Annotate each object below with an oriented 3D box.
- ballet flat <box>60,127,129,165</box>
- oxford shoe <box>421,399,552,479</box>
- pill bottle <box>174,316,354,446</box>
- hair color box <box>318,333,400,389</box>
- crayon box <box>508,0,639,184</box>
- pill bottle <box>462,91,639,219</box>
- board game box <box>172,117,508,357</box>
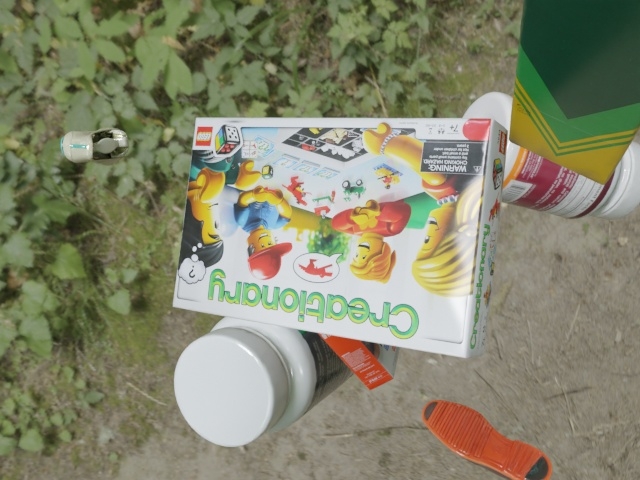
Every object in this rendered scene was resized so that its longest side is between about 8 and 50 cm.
[{"bbox_3d":[-0.458,-0.203,1.549,0.086,0.248,0.086,2,102,11],"label":"ballet flat"},{"bbox_3d":[0.324,0.418,1.454,0.271,0.098,0.097,30,67,21],"label":"oxford shoe"},{"bbox_3d":[-0.071,0.199,1.214,0.204,0.361,0.204,3,99,23],"label":"pill bottle"},{"bbox_3d":[0.052,0.140,1.130,0.053,0.167,0.093,-34,16,29],"label":"hair color box"},{"bbox_3d":[0.263,-0.254,0.503,0.106,0.313,0.363,29,86,15],"label":"crayon box"},{"bbox_3d":[0.508,-0.172,1.587,0.392,0.224,0.224,11,67,-22],"label":"pill bottle"},{"bbox_3d":[0.006,-0.013,0.661,0.305,0.053,0.193,5,88,30],"label":"board game box"}]
